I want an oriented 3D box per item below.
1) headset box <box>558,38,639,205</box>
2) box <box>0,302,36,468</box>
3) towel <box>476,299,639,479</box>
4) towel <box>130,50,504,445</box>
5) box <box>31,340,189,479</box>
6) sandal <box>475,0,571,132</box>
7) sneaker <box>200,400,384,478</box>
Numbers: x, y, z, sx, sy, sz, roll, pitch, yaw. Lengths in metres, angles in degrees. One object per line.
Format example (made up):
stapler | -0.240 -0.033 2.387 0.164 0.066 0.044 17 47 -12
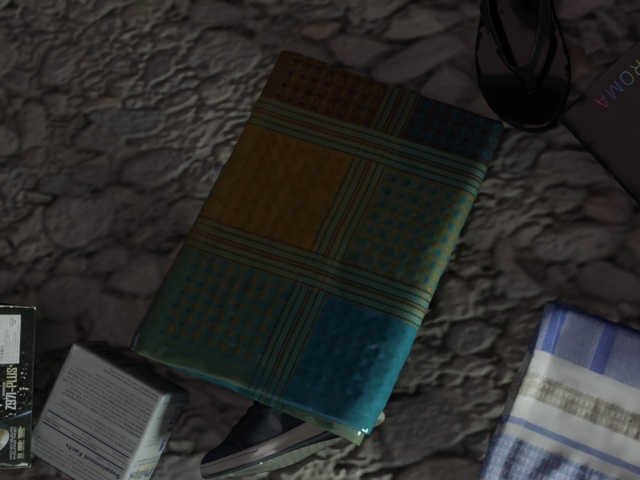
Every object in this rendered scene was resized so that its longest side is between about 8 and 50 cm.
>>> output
headset box | 0.417 -0.094 1.470 0.246 0.131 0.283 -43 77 14
box | -0.383 0.158 1.723 0.147 0.078 0.180 2 90 58
towel | 0.270 0.220 1.543 0.209 0.034 0.285 21 86 17
towel | 0.000 0.000 1.602 0.272 0.040 0.370 21 76 17
box | -0.236 0.200 1.714 0.126 0.072 0.137 28 97 17
sandal | 0.201 -0.236 1.584 0.097 0.054 0.254 -4 88 18
sneaker | -0.050 0.155 1.650 0.226 0.086 0.163 -27 72 24
